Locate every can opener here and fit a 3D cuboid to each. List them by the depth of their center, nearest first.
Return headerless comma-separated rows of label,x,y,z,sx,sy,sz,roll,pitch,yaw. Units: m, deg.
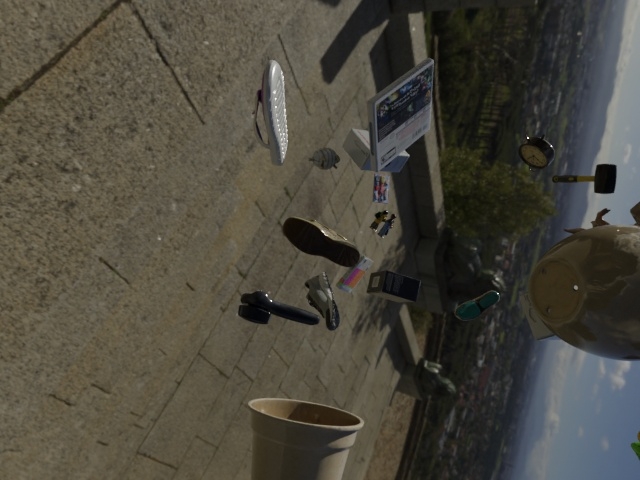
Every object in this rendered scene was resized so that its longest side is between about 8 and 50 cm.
can opener,-0.091,0.156,1.018,0.186,0.059,0.073,17,81,-19

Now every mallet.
mallet,0.572,-0.126,1.008,0.189,0.039,0.062,-179,-92,-84

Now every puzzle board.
puzzle board,0.279,-0.235,2.088,0.096,0.011,0.128,2,92,-35

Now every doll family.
doll family,0.272,-0.077,1.964,0.076,0.193,0.111,35,98,-32

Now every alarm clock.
alarm clock,0.841,-0.331,1.791,0.064,0.129,0.192,-43,149,-12

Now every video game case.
video game case,0.170,-0.261,0.967,0.190,0.022,0.173,-40,145,-22

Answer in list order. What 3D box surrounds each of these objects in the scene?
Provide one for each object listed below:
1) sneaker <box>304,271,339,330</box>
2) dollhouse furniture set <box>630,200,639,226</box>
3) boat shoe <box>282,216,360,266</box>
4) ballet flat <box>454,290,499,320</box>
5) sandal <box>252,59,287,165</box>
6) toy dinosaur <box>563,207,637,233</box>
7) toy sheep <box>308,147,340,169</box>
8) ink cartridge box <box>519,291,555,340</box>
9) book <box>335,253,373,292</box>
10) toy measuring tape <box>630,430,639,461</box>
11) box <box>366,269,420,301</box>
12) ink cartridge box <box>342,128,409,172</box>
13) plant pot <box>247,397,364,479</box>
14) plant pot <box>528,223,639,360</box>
sneaker,0.006,0.243,1.777,0.271,0.108,0.100,-108,180,-49
dollhouse furniture set,0.957,-0.097,0.996,0.362,0.256,0.394,25,115,-43
boat shoe,0.000,0.000,1.565,0.105,0.285,0.089,-56,-165,18
ballet flat,0.491,0.211,1.449,0.168,0.057,0.052,-21,165,-14
sandal,-0.170,-0.378,1.459,0.416,0.102,0.169,90,7,-60
toy dinosaur,0.908,0.025,1.400,0.127,0.295,0.200,109,-8,-72
toy sheep,0.015,-0.300,1.692,0.132,0.091,0.091,-3,105,-33
ink cartridge box,0.625,0.199,1.238,0.175,0.072,0.127,10,59,-44
book,0.122,0.117,1.636,0.144,0.035,0.096,-51,153,6
toy measuring tape,0.929,0.626,1.189,0.330,0.121,0.121,59,38,-2
box,0.293,0.188,1.857,0.156,0.158,0.093,155,-49,-71
ink cartridge box,0.208,-0.339,1.740,0.208,0.153,0.087,-3,137,-38
plant pot,-0.066,0.632,1.278,0.334,0.333,0.306,29,67,-61
plant pot,0.544,0.103,0.930,0.191,0.284,0.284,3,101,-21
